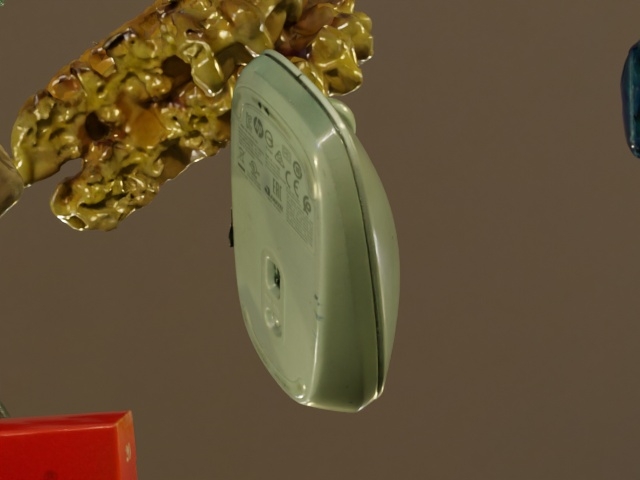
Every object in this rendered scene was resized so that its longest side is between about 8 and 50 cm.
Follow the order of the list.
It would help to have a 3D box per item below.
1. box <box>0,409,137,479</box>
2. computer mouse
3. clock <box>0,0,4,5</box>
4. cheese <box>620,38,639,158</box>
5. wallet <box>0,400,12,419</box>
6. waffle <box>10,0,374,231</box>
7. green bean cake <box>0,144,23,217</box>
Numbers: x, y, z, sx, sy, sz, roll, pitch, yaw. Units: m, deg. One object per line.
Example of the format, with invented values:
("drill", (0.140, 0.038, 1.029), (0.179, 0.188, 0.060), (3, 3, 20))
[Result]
("box", (-0.122, 0.148, 0.567), (0.100, 0.152, 0.048), (-4, 5, -1))
("computer mouse", (0.006, -0.001, 1.018), (0.097, 0.159, 0.288), (-16, -50, -22))
("clock", (-0.384, -0.285, 1.376), (0.148, 0.188, 0.060), (32, -89, -49))
("cheese", (0.413, -0.142, 1.182), (0.329, 0.129, 0.217), (-11, -72, -9))
("wallet", (-0.240, 0.243, 0.990), (0.172, 0.318, 0.045), (-33, -9, -15))
("waffle", (-0.110, -0.141, 1.218), (0.324, 0.261, 0.151), (-22, -68, 31))
("green bean cake", (-0.288, -0.075, 0.931), (0.085, 0.109, 0.179), (-45, -59, -1))
